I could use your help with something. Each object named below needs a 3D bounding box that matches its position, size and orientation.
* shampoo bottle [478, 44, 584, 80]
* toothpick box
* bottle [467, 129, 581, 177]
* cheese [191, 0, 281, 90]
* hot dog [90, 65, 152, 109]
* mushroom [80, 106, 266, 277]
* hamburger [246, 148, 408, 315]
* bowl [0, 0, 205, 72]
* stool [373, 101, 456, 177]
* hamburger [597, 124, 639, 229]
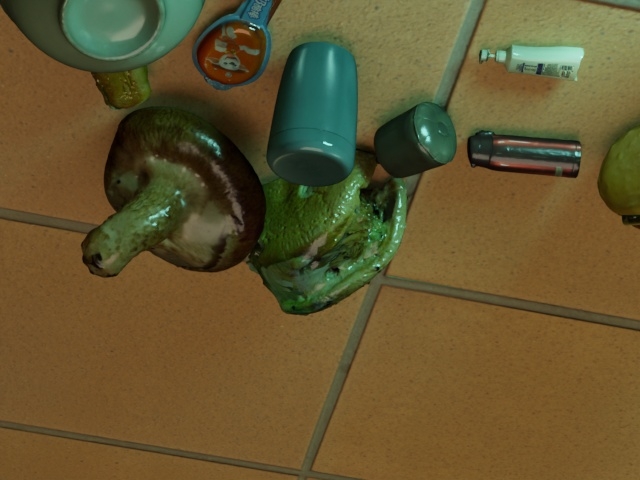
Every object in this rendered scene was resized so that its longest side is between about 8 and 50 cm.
[{"bbox_3d":[0.289,-0.249,1.881,0.141,0.034,0.049,6,147,0],"label":"shampoo bottle"},{"bbox_3d":[-0.005,-0.177,1.879,0.120,0.184,0.120,6,156,3],"label":"toothpick box"},{"bbox_3d":[0.297,-0.128,2.008,0.164,0.060,0.060,5,140,1],"label":"bottle"},{"bbox_3d":[-0.102,-0.291,1.872,0.106,0.037,0.256,18,139,-17],"label":"cheese"},{"bbox_3d":[-0.300,-0.301,1.865,0.083,0.068,0.289,-20,134,-6],"label":"hot dog"},{"bbox_3d":[-0.204,-0.047,2.026,0.267,0.255,0.267,3,153,2],"label":"mushroom"},{"bbox_3d":[0.000,0.000,2.103,0.288,0.192,0.167,-22,142,30],"label":"hamburger"},{"bbox_3d":[-0.265,-0.318,1.714,0.289,0.146,0.289,-9,131,-10],"label":"bowl"},{"bbox_3d":[0.137,-0.143,1.981,0.110,0.096,0.096,-22,133,37],"label":"stool"},{"bbox_3d":[0.478,-0.090,1.955,0.115,0.162,0.162,34,133,-32],"label":"hamburger"}]
